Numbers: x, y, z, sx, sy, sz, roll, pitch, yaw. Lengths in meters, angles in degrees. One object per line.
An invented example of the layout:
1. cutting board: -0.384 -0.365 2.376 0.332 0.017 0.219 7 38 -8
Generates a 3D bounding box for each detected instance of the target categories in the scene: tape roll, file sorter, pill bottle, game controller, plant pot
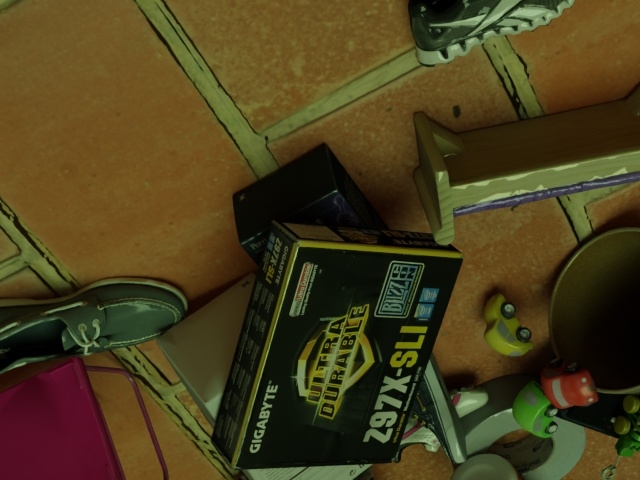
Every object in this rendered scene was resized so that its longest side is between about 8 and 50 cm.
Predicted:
1. tape roll: 0.314 0.318 1.975 0.219 0.072 0.219 -6 128 -7
2. file sorter: -0.393 0.321 1.738 0.291 0.202 0.182 -26 163 14
3. pill bottle: 0.299 0.443 1.946 0.121 0.121 0.216 -30 127 14
4. game controller: 0.491 0.233 1.923 0.319 0.067 0.166 21 102 -25
5. plant pot: 0.503 0.129 1.780 0.254 0.237 0.237 21 123 -40

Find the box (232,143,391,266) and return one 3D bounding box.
1. box: 0.000 0.000 1.638 0.153 0.108 0.207 -30 128 14

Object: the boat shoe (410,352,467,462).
1. boat shoe: 0.157 0.258 1.851 0.083 0.183 0.065 -23 167 14

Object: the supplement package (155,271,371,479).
1. supplement package: -0.072 0.227 1.733 0.175 0.177 0.293 -35 129 -11

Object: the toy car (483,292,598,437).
1. toy car: 0.311 0.217 1.791 0.053 0.239 0.225 -27 135 -18

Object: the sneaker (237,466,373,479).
1. sneaker: -0.028 0.442 1.994 0.235 0.094 0.153 -12 122 -14

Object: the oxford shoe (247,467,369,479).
1. oxford shoe: -0.042 0.363 1.904 0.227 0.096 0.082 -14 129 -32

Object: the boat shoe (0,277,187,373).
1. boat shoe: -0.340 0.130 1.683 0.320 0.099 0.116 -6 126 -7

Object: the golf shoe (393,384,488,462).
1. golf shoe: 0.181 0.284 1.907 0.186 0.086 0.067 -24 164 11

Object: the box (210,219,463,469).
1. box: 0.021 0.139 1.575 0.257 0.079 0.322 4 112 -34

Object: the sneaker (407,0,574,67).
1. sneaker: 0.208 -0.296 1.460 0.234 0.078 0.106 -23 131 10

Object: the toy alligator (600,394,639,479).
1. toy alligator: 0.485 0.299 1.879 0.056 0.051 0.189 12 106 -23

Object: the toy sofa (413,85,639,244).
1. toy sofa: 0.310 -0.092 1.596 0.363 0.150 0.177 -11 128 -2
